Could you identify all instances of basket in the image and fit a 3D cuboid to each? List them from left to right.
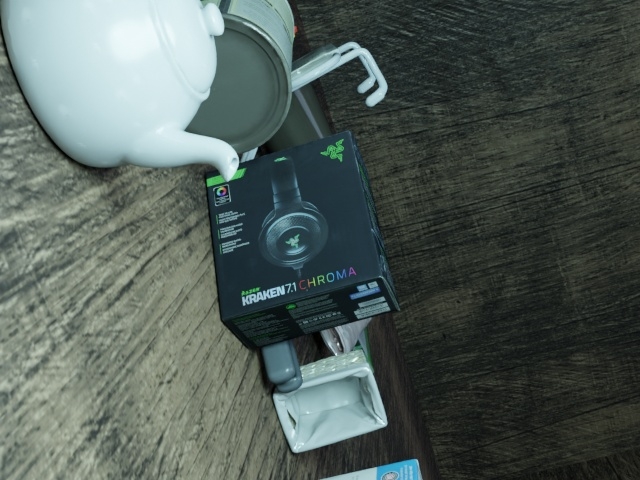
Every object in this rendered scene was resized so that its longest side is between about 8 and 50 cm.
[{"bbox_3d":[-0.051,-0.225,1.767,0.227,0.154,0.204,62,4,-19],"label":"basket"},{"bbox_3d":[0.016,0.262,1.420,0.103,0.167,0.113,-88,160,-77],"label":"basket"}]

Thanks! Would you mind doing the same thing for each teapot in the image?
[{"bbox_3d":[-0.192,-0.210,0.888,0.253,0.187,0.256,-96,166,-50],"label":"teapot"}]

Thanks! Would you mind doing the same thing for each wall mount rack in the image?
[{"bbox_3d":[-0.041,-0.232,1.491,0.130,0.304,0.350,60,6,-15],"label":"wall mount rack"}]

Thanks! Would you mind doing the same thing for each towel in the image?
[{"bbox_3d":[0.024,0.075,1.927,0.317,0.053,0.332,67,17,-5],"label":"towel"}]

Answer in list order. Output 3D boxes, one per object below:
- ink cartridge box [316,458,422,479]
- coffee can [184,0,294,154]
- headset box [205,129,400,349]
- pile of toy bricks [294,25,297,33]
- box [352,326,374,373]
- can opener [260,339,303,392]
[{"bbox_3d":[0.023,0.392,1.013,0.171,0.232,0.168,-66,142,-77],"label":"ink cartridge box"},{"bbox_3d":[-0.139,-0.273,1.269,0.275,0.201,0.202,-90,162,-59],"label":"coffee can"},{"bbox_3d":[-0.032,-0.009,1.322,0.131,0.246,0.283,60,17,-58],"label":"headset box"},{"bbox_3d":[-0.138,-0.327,1.501,0.118,0.212,0.105,-27,116,-39],"label":"pile of toy bricks"},{"bbox_3d":[0.060,0.170,2.196,0.322,0.058,0.232,63,15,-46],"label":"box"},{"bbox_3d":[-0.063,0.108,1.410,0.076,0.095,0.284,61,9,-53],"label":"can opener"}]
